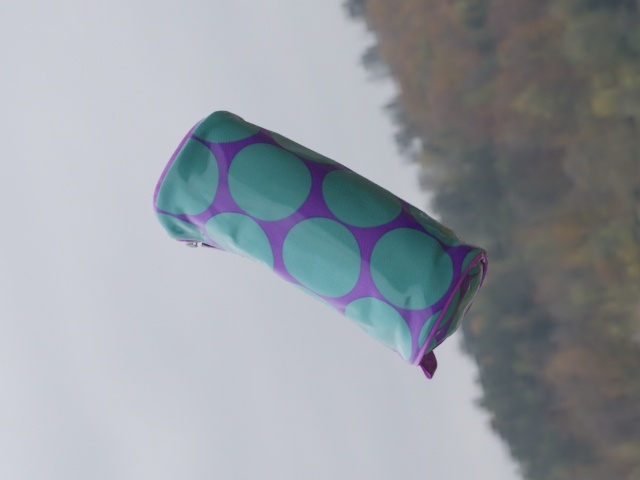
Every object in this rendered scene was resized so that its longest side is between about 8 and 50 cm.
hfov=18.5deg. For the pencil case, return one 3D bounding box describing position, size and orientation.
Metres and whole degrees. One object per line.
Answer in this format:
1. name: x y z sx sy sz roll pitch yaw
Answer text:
1. pencil case: 0.000 0.000 0.916 0.070 0.151 0.064 -66 -12 24
